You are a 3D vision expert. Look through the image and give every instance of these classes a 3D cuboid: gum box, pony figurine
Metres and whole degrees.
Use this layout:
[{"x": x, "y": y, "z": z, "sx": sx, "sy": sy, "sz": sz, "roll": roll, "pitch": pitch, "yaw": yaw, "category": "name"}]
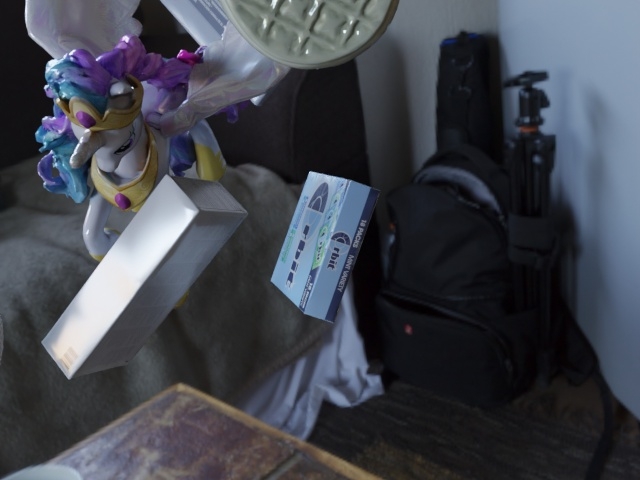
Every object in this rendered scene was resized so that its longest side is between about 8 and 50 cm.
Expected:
[{"x": 0.000, "y": 0.000, "z": 0.890, "sx": 0.041, "sy": 0.157, "sz": 0.184, "roll": 19, "pitch": 3, "yaw": -18, "category": "gum box"}, {"x": -0.174, "y": -0.142, "z": 0.795, "sx": 0.302, "sy": 0.363, "sz": 0.351, "roll": 11, "pitch": 62, "yaw": 3, "category": "pony figurine"}]

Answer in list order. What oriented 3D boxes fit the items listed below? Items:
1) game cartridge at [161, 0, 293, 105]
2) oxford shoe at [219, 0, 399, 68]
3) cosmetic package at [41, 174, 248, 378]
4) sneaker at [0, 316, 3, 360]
[{"x": -0.124, "y": -0.377, "z": 1.111, "sx": 0.198, "sy": 0.297, "sz": 0.062, "roll": -44, "pitch": -11, "yaw": 18, "category": "game cartridge"}, {"x": -0.055, "y": -0.327, "z": 0.438, "sx": 0.169, "sy": 0.450, "sz": 0.130, "roll": -14, "pitch": 20, "yaw": 9, "category": "oxford shoe"}, {"x": -0.188, "y": 0.039, "z": 0.784, "sx": 0.060, "sy": 0.239, "sz": 0.099, "roll": 46, "pitch": 17, "yaw": 19, "category": "cosmetic package"}, {"x": -0.401, "y": 0.130, "z": 0.777, "sx": 0.094, "sy": 0.212, "sz": 0.080, "roll": 4, "pitch": 36, "yaw": -40, "category": "sneaker"}]
